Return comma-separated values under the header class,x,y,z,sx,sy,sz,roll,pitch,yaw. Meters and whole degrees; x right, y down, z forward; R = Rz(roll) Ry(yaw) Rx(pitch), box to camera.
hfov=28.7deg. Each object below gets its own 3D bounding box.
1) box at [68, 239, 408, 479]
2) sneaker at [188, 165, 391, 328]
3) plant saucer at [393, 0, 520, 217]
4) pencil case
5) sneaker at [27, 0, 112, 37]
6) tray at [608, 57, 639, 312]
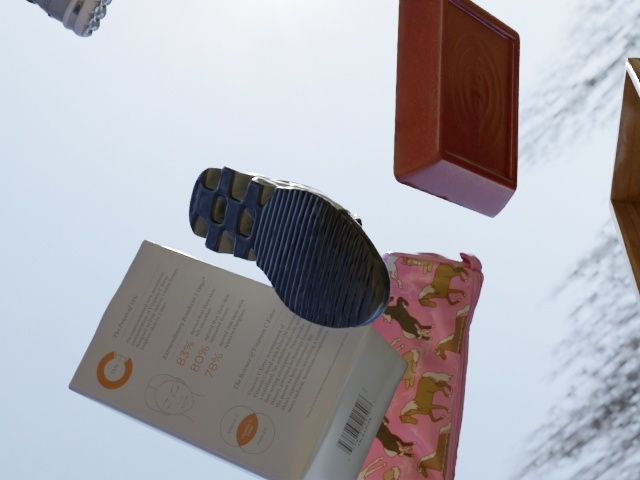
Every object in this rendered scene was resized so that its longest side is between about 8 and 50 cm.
class,x,y,z,sx,sy,sz,roll,pitch,yaw
box,-0.101,0.169,1.567,0.345,0.215,0.168,19,166,27
sneaker,0.000,0.000,1.327,0.146,0.122,0.330,9,-165,-36
plant saucer,0.174,-0.174,1.486,0.259,0.048,0.258,16,-106,-56
pencil case,0.129,0.201,1.735,0.167,0.160,0.386,9,-100,-9
sneaker,-0.304,-0.418,1.658,0.115,0.281,0.105,24,177,-1
tray,0.396,-0.062,1.427,0.076,0.202,0.411,4,-158,6
